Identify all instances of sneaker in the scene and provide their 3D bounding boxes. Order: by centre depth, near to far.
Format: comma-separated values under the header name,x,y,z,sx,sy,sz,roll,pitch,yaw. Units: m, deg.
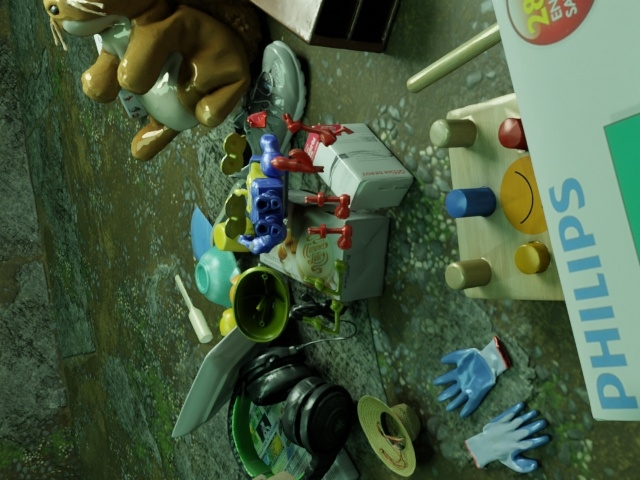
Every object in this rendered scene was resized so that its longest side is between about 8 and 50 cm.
name,x,y,z,sx,sy,sz,roll,pitch,yaw
sneaker,-0.106,-0.231,1.334,0.105,0.115,0.281,36,123,46
sneaker,-0.158,-0.010,1.472,0.118,0.083,0.222,50,134,33

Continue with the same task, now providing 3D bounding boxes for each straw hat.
name,x,y,z,sx,sy,sz,roll,pitch,yaw
straw hat,0.127,0.300,1.147,0.144,0.061,0.144,39,142,39

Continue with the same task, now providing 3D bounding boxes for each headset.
name,x,y,z,sx,sy,sz,roll,pitch,yaw
headset,-0.060,0.277,1.279,0.243,0.185,0.394,38,109,36

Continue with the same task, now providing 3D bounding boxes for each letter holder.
name,x,y,z,sx,sy,sz,roll,pitch,yaw
letter holder,-0.007,-0.462,1.133,0.302,0.152,0.214,47,129,40

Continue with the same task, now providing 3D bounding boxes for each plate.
name,x,y,z,sx,sy,sz,roll,pitch,yaw
plate,-0.165,0.241,1.400,0.045,0.277,0.278,35,129,10

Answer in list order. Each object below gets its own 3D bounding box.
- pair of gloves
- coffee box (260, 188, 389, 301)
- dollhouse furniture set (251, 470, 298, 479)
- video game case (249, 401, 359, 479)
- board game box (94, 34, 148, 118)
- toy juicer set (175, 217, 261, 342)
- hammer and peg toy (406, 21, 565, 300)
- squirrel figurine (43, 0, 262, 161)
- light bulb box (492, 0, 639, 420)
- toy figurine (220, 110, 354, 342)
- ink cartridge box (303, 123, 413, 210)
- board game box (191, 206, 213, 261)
name,x,y,z,sx,sy,sz,roll,pitch,yaw
pair of gloves,0.239,0.241,1.015,0.159,0.023,0.198,-50,56,46
coffee box,0.000,0.000,1.240,0.247,0.098,0.141,24,115,50
dollhouse furniture set,-0.036,0.589,1.198,0.286,0.198,0.303,34,109,27
video game case,-0.065,0.442,1.460,0.300,0.036,0.329,56,137,33
board game box,-0.513,-0.463,1.794,0.305,0.053,0.192,95,157,-72
toy juicer set,-0.196,0.106,1.461,0.329,0.090,0.209,-41,62,52
hammer and peg toy,0.249,-0.107,0.856,0.266,0.128,0.361,-6,90,56
squirrel figurine,-0.301,-0.411,1.305,0.370,0.397,0.281,46,150,-25
light bulb box,0.353,-0.082,0.513,0.225,0.361,0.357,-20,79,54
toy figurine,-0.056,-0.043,1.154,0.217,0.192,0.362,-104,13,-69
ink cartridge box,0.058,-0.118,1.130,0.150,0.109,0.063,54,136,34
board game box,-0.258,0.004,1.659,0.168,0.033,0.133,48,137,46
